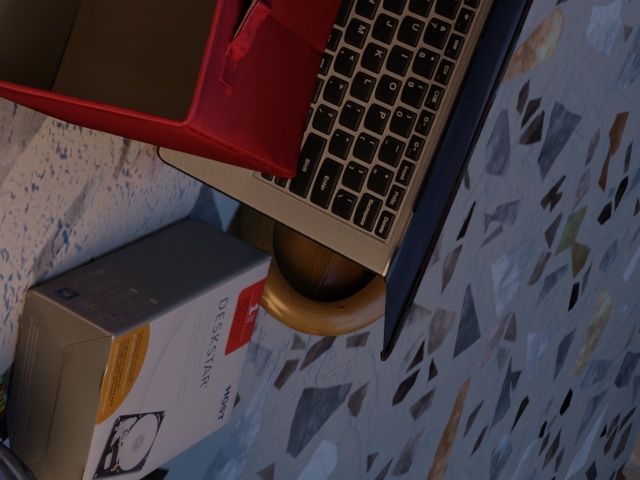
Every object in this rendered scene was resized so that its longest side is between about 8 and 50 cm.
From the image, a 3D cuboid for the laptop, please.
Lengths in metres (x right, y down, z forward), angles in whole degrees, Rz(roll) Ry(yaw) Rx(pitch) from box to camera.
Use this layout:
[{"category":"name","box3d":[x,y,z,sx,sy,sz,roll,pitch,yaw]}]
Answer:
[{"category":"laptop","box3d":[0.021,-0.171,1.206,0.236,0.408,0.382,7,107,-55]}]

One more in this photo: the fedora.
[{"category":"fedora","box3d":[0.000,0.000,1.662,0.194,0.194,0.079,-57,-167,-19]}]

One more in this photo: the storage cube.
[{"category":"storage cube","box3d":[-0.108,-0.161,1.132,0.193,0.215,0.183,22,83,-68]}]

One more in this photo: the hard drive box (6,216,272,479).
[{"category":"hard drive box","box3d":[-0.155,0.102,1.462,0.232,0.089,0.181,-29,139,-55]}]

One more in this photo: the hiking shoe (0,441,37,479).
[{"category":"hiking shoe","box3d":[-0.271,0.240,1.284,0.114,0.086,0.226,-44,151,-47]}]

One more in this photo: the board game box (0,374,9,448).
[{"category":"board game box","box3d":[-0.326,0.215,1.287,0.260,0.030,0.136,-45,153,-39]}]
